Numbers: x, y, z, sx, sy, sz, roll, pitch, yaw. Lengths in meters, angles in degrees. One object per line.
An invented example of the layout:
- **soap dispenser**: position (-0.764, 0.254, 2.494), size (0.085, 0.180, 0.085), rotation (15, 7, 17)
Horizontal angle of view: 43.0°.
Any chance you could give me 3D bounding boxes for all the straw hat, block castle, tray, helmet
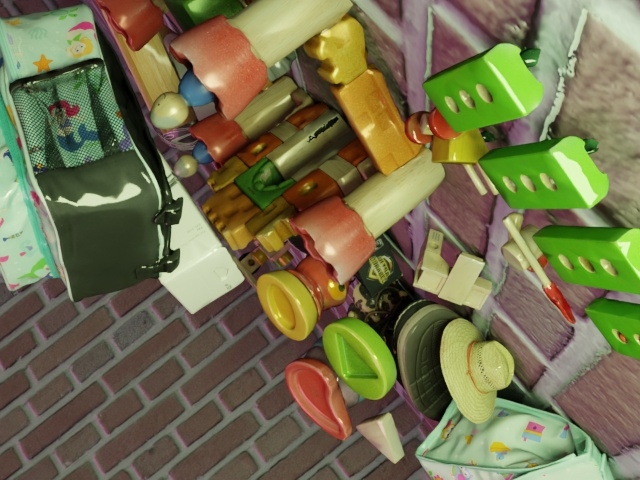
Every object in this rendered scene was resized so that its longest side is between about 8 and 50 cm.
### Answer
- **straw hat**: position (0.227, 0.170, 1.096), size (0.061, 0.144, 0.144), rotation (-20, 114, 40)
- **block castle**: position (-0.092, -0.153, 0.913), size (0.303, 0.213, 0.453), rotation (56, 172, -32)
- **tray**: position (-0.343, -0.406, 1.433), size (0.203, 0.076, 0.411), rotation (-121, 7, -66)
- **helmet**: position (-0.316, -0.291, 1.929), size (0.169, 0.161, 0.169), rotation (51, 173, 8)

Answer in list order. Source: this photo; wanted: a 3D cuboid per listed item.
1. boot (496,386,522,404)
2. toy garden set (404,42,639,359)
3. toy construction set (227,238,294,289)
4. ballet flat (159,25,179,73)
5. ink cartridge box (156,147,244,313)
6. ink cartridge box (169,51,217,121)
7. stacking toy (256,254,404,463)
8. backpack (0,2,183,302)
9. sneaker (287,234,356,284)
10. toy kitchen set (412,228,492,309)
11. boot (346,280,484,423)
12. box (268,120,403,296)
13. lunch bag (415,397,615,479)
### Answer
- **boot**: position (0.281, 0.280, 1.264), size (0.121, 0.045, 0.099), rotation (47, 148, 0)
- **toy garden set**: position (0.163, -0.027, 0.577), size (0.244, 0.049, 0.204), rotation (52, 172, -9)
- **toy construction set**: position (-0.151, -0.007, 1.993), size (0.309, 0.237, 0.257), rotation (56, 172, -27)
- **ballet flat**: position (-0.287, -0.379, 1.739), size (0.073, 0.080, 0.232), rotation (-5, 131, 48)
- **ink cartridge box**: position (-0.181, -0.024, 0.949), size (0.191, 0.082, 0.139), rotation (55, 173, 20)
- **ink cartridge box**: position (-0.186, -0.237, 1.445), size (0.333, 0.065, 0.165), rotation (65, -177, 38)
- **stacking toy**: position (0.053, 0.177, 1.297), size (0.279, 0.130, 0.309), rotation (23, 136, 43)
- **backpack**: position (-0.248, -0.087, 0.769), size (0.225, 0.191, 0.254), rotation (107, 149, -60)
- **sneaker**: position (0.000, 0.000, 1.735), size (0.118, 0.107, 0.279), rotation (-108, -7, -47)
- **toy kitchen set**: position (0.162, 0.022, 0.941), size (0.083, 0.075, 0.068), rotation (20, 130, 0)
- **boot**: position (0.146, 0.158, 1.327), size (0.284, 0.138, 0.377), rotation (46, 177, 42)
- **box**: position (-0.012, -0.093, 1.285), size (0.293, 0.073, 0.295), rotation (50, 173, 49)
- **lunch bag**: position (0.298, 0.344, 1.121), size (0.262, 0.160, 0.223), rotation (-4, 124, 51)
